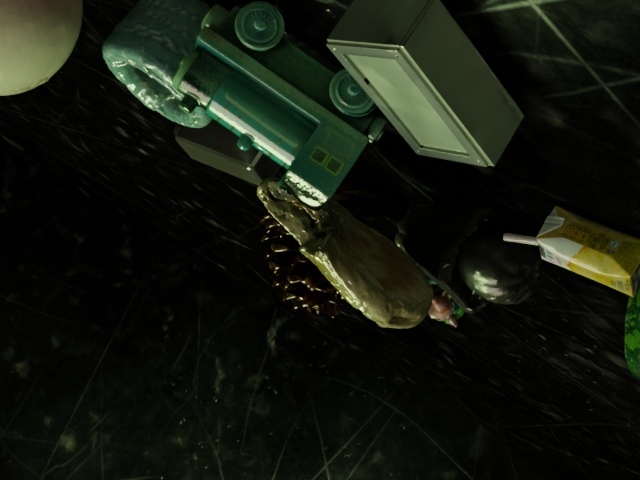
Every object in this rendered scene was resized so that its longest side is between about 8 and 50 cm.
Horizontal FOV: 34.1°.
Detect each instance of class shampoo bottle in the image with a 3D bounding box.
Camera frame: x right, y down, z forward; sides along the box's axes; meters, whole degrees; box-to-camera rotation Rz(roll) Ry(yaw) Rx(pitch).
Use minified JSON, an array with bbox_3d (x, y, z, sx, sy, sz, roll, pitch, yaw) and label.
[{"bbox_3d":[-0.188,-0.185,2.026,0.246,0.080,0.079,23,162,34],"label":"shampoo bottle"}]

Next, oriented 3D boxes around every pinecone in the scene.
[{"bbox_3d":[0.000,0.000,1.878,0.224,0.272,0.224,6,178,0],"label":"pinecone"}]

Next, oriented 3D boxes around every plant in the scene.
[{"bbox_3d":[0.236,0.025,1.678,0.256,0.142,0.164,24,164,46],"label":"plant"}]

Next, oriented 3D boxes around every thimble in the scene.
[{"bbox_3d":[-0.223,-0.282,1.619,0.198,0.143,0.235,35,166,-5],"label":"thimble"}]

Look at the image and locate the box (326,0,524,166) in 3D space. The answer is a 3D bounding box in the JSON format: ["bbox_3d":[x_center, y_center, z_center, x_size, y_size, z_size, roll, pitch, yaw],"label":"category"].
[{"bbox_3d":[0.128,-0.192,1.258,0.129,0.086,0.225,17,159,48],"label":"box"}]

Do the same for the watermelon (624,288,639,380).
[{"bbox_3d":[0.516,0.145,1.450,0.128,0.146,0.231,42,166,-33],"label":"watermelon"}]

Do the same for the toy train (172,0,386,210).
[{"bbox_3d":[-0.059,-0.193,1.450,0.298,0.194,0.120,34,168,-5],"label":"toy train"}]

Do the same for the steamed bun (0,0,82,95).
[{"bbox_3d":[-0.508,-0.399,1.627,0.309,0.309,0.309,31,167,8],"label":"steamed bun"}]

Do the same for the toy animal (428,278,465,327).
[{"bbox_3d":[0.218,0.095,2.126,0.208,0.100,0.103,40,126,-18],"label":"toy animal"}]

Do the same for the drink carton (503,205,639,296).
[{"bbox_3d":[0.359,0.006,1.465,0.200,0.074,0.084,26,165,30],"label":"drink carton"}]

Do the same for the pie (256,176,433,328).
[{"bbox_3d":[0.046,0.019,1.568,0.337,0.075,0.337,37,-167,-10],"label":"pie"}]
